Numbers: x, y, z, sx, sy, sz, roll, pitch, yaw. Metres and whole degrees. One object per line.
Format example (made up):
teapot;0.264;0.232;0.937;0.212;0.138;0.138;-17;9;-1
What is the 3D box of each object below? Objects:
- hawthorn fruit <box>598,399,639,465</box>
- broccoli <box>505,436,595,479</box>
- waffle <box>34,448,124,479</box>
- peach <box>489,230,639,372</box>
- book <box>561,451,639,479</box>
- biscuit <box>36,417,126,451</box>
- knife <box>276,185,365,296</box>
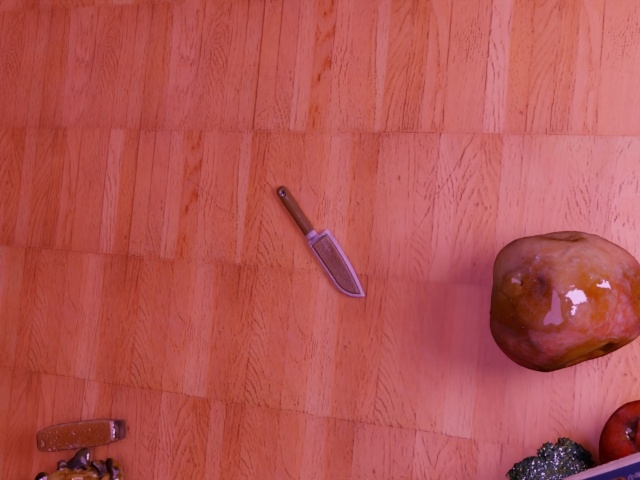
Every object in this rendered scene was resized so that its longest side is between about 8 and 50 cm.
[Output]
hawthorn fruit;0.474;0.302;1.251;0.172;0.173;0.173;-2;85;23
broccoli;0.341;0.384;1.311;0.156;0.195;0.196;18;93;61
waffle;-0.460;0.544;1.638;0.329;0.062;0.329;-12;53;16
peach;0.364;0.087;1.302;0.235;0.214;0.214;-5;84;16
book;0.491;0.382;1.201;0.228;0.322;0.018;-27;31;19
biscuit;-0.458;0.373;1.707;0.187;0.056;0.052;-11;78;23
knife;0.000;0.000;1.563;0.046;0.022;0.256;-38;72;12
